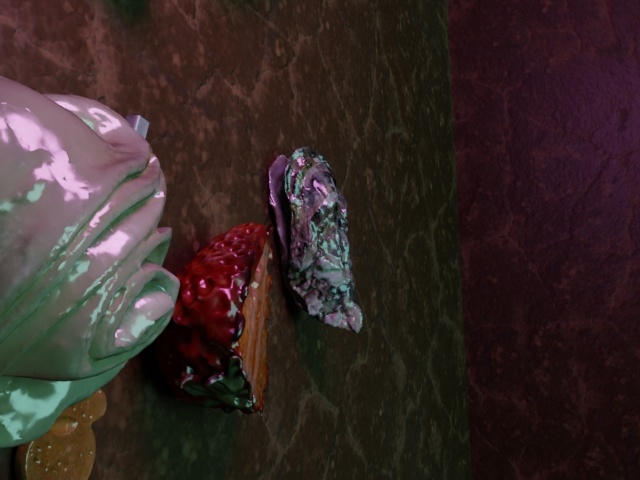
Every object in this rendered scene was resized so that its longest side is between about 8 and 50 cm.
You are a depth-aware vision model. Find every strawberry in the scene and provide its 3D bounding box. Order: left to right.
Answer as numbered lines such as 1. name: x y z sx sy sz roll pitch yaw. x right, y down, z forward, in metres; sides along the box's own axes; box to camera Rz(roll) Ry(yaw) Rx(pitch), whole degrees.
1. strawberry: -0.149 0.095 1.011 0.253 0.150 0.280 74 16 -73

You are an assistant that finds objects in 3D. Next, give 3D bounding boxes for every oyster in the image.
1. oyster: -0.001 0.005 1.347 0.162 0.158 0.351 -15 87 -30

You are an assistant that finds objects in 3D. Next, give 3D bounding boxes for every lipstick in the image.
1. lipstick: -0.251 -0.110 0.954 0.025 0.025 0.107 37 60 -58

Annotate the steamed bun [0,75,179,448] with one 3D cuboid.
1. steamed bun: -0.245 0.048 0.574 0.324 0.219 0.309 -55 164 18

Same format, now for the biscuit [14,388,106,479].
1. biscuit: -0.291 0.203 0.817 0.133 0.027 0.184 -17 103 -64
